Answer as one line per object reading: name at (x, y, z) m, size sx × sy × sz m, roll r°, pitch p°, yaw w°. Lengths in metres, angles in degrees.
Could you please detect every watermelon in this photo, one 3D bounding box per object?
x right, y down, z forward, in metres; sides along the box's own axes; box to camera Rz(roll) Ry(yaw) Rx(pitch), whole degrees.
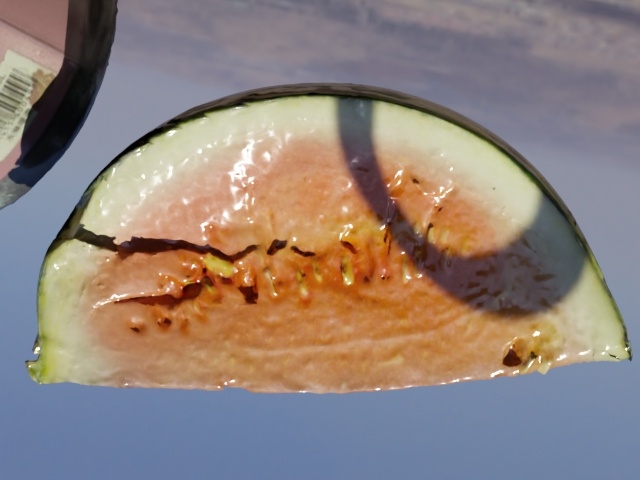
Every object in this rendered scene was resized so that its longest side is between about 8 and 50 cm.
watermelon at (-0.001, -0.013, 0.433) m, size 0.163 × 0.087 × 0.069 m, roll -3°, pitch 140°, yaw 4°

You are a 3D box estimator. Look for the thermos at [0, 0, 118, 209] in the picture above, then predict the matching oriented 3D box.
thermos at (-0.188, -0.092, 0.363) m, size 0.330 × 0.109 × 0.136 m, roll 25°, pitch -161°, yaw -52°
